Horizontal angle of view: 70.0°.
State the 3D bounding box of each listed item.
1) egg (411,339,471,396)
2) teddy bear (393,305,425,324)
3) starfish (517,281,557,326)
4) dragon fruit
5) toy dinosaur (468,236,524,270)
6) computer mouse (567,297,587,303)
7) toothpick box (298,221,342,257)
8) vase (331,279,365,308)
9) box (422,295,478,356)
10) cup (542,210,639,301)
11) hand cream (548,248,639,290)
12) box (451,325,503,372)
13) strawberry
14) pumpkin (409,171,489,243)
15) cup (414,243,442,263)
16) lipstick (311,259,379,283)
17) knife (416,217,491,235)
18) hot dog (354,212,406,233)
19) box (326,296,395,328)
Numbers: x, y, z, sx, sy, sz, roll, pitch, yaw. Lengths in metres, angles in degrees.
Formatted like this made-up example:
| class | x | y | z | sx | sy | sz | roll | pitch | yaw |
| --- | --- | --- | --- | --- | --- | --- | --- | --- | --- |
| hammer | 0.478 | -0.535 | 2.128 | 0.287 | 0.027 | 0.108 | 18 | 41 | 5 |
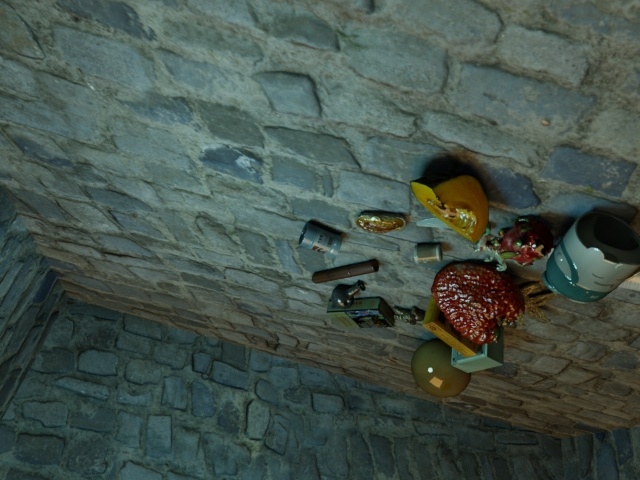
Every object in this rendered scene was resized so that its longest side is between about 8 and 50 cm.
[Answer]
| class | x | y | z | sx | sy | sz | roll | pitch | yaw |
| --- | --- | --- | --- | --- | --- | --- | --- | --- | --- |
| egg | 0.665 | 0.708 | 2.510 | 0.301 | 0.301 | 0.374 | -19 | 136 | 42 |
| teddy bear | 0.444 | 0.382 | 2.293 | 0.160 | 0.078 | 0.119 | 0 | 126 | 14 |
| starfish | 0.895 | 0.278 | 1.972 | 0.299 | 0.060 | 0.302 | -16 | 132 | 30 |
| dragon fruit | 0.681 | 0.008 | 1.545 | 0.166 | 0.160 | 0.172 | 7 | 157 | -35 |
| toy dinosaur | 0.668 | 0.047 | 1.697 | 0.242 | 0.053 | 0.167 | 16 | 143 | 12 |
| computer mouse | 1.046 | 0.221 | 1.843 | 0.096 | 0.039 | 0.066 | 12 | 149 | 18 |
| toothpick box | 0.000 | 0.000 | 1.845 | 0.153 | 0.101 | 0.101 | 22 | 148 | -13 |
| vase | 0.138 | 0.253 | 2.200 | 0.120 | 0.120 | 0.183 | 33 | 126 | -28 |
| box | 0.609 | 0.386 | 2.095 | 0.274 | 0.174 | 0.076 | 37 | 143 | -11 |
| cup | 0.897 | 0.065 | 1.460 | 0.289 | 0.219 | 0.258 | 4 | 140 | -5 |
| hand cream | 1.002 | 0.100 | 1.618 | 0.358 | 0.118 | 0.185 | 9 | 152 | 29 |
| box | 0.756 | 0.494 | 2.210 | 0.117 | 0.225 | 0.225 | 27 | 145 | -19 |
| strawberry | 0.626 | 0.226 | 1.853 | 0.351 | 0.267 | 0.312 | 38 | 116 | 14 |
| pumpkin | 0.417 | -0.143 | 1.469 | 0.312 | 0.148 | 0.169 | 44 | 178 | -33 |
| cup | 0.429 | 0.060 | 1.796 | 0.099 | 0.074 | 0.102 | -5 | 144 | 27 |
| lipstick | 0.105 | 0.146 | 2.079 | 0.356 | 0.057 | 0.057 | -15 | 138 | 38 |
| knife | 0.475 | -0.056 | 1.640 | 0.260 | 0.035 | 0.063 | 8 | 144 | 16 |
| hot dog | 0.222 | -0.066 | 1.700 | 0.192 | 0.053 | 0.099 | 5 | 144 | 10 |
| box | 0.209 | 0.380 | 2.382 | 0.310 | 0.084 | 0.198 | -8 | 142 | 32 |
